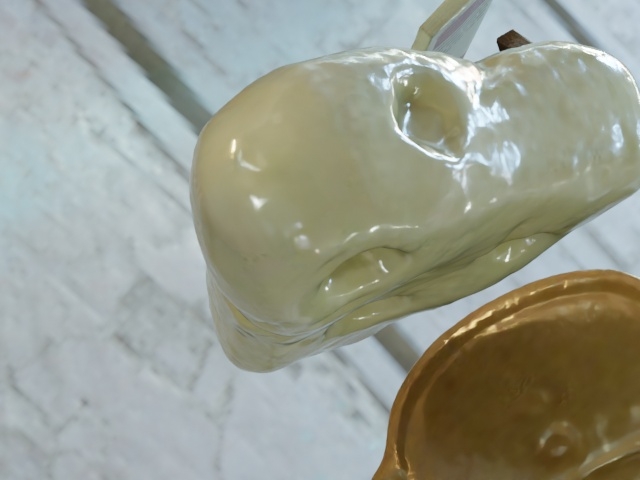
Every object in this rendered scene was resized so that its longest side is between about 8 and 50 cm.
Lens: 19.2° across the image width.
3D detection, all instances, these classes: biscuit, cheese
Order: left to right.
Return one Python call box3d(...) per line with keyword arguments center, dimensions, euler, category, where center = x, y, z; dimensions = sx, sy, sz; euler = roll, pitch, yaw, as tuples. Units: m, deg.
box3d(center=(0.000, 0.000, 1.187), dimensions=(0.351, 0.328, 0.129), euler=(-13, 73, -45), category="cheese")
box3d(center=(0.207, 0.180, 1.331), dimensions=(0.351, 0.312, 0.057), euler=(49, 7, 26), category="biscuit")

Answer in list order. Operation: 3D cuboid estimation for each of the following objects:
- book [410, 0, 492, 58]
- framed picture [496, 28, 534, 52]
box3d(center=(0.126, -0.197, 2.034), dimensions=(0.022, 0.232, 0.162), euler=(37, 57, 10), category="book")
box3d(center=(0.243, -0.130, 1.906), dimensions=(0.168, 0.023, 0.128), euler=(47, -15, 55), category="framed picture")
